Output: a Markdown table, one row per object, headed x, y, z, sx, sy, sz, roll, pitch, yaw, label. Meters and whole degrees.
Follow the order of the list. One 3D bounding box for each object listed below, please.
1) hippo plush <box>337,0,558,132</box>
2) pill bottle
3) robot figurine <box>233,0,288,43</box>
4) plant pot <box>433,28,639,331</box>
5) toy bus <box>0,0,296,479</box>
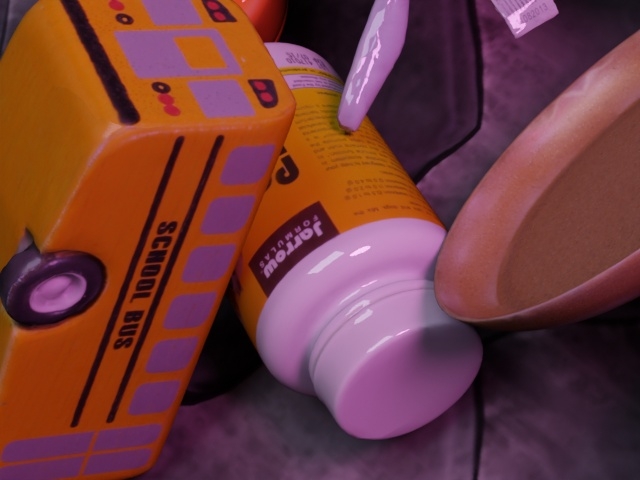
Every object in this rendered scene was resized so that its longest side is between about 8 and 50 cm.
| x | y | z | sx | sy | sz | roll | pitch | yaw | label |
| --- | --- | --- | --- | --- | --- | --- | --- | --- | --- |
| 0.078 | -0.253 | 0.972 | 0.234 | 0.236 | 0.294 | -28 | 90 | 24 | hippo plush |
| 0.000 | 0.000 | 0.946 | 0.117 | 0.117 | 0.215 | -37 | 51 | 6 | pill bottle |
| -0.080 | -0.152 | 1.036 | 0.128 | 0.219 | 0.158 | 1 | 85 | 2 | robot figurine |
| 0.151 | -0.039 | 0.819 | 0.236 | 0.032 | 0.236 | -40 | 16 | 14 | plant pot |
| -0.130 | 0.030 | 0.926 | 0.108 | 0.130 | 0.333 | 59 | 141 | 35 | toy bus |
